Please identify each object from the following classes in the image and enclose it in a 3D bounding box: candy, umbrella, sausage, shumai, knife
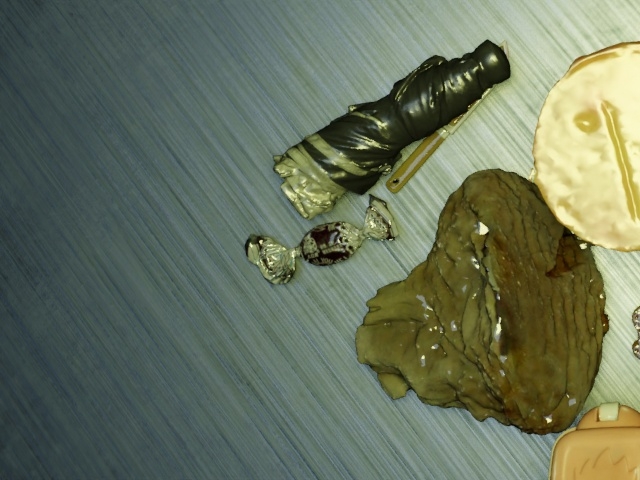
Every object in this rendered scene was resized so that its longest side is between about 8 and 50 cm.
[{"bbox_3d":[0.000,0.000,1.553,0.226,0.051,0.094,-15,84,19],"label":"candy"},{"bbox_3d":[0.097,-0.153,1.489,0.357,0.106,0.113,-31,89,18],"label":"umbrella"},{"bbox_3d":[0.381,-0.110,1.296,0.233,0.287,0.233,2,97,19],"label":"sausage"},{"bbox_3d":[0.209,0.102,1.455,0.283,0.217,0.346,-34,68,48],"label":"shumai"},{"bbox_3d":[0.171,-0.168,1.504,0.046,0.022,0.256,46,105,18],"label":"knife"}]

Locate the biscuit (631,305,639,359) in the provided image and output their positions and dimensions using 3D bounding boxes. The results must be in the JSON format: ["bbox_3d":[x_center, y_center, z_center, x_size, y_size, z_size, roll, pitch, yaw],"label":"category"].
[{"bbox_3d":[0.468,0.152,1.410,0.124,0.026,0.175,-29,83,16],"label":"biscuit"}]

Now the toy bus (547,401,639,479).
[{"bbox_3d":[0.364,0.317,1.334,0.194,0.287,0.232,-10,72,23],"label":"toy bus"}]
